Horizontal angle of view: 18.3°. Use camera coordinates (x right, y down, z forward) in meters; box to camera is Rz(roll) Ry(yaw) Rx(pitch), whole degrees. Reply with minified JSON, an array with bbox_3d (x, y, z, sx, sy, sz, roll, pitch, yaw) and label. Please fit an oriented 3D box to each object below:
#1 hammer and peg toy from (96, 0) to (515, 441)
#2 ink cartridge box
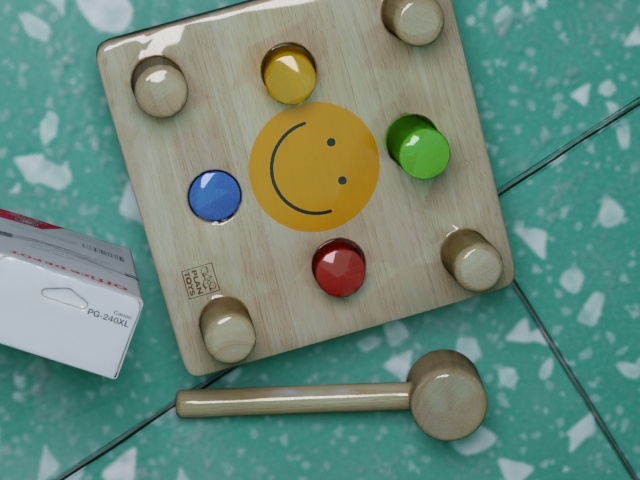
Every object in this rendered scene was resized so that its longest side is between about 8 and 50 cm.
[{"bbox_3d":[0.000,0.000,1.428,0.266,0.127,0.361,-15,105,-5],"label":"hammer and peg toy"},{"bbox_3d":[-0.188,0.035,1.396,0.109,0.150,0.063,19,100,-12],"label":"ink cartridge box"}]
